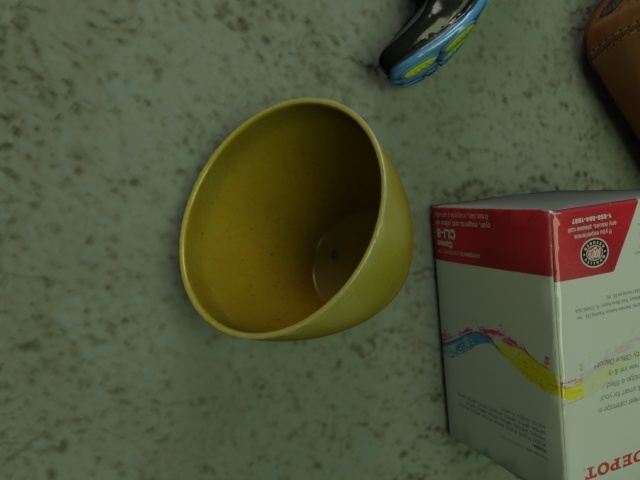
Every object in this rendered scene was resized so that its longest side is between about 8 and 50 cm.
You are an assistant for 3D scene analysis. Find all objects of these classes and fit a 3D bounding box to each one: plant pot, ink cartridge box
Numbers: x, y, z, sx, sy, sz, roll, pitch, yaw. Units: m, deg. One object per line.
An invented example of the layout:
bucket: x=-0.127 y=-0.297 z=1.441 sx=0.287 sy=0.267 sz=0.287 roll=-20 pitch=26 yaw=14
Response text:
plant pot: x=0.000 y=0.000 z=0.384 sx=0.095 sy=0.134 sz=0.134 roll=30 pitch=80 yaw=-51
ink cartridge box: x=0.166 y=0.058 z=0.448 sx=0.128 sy=0.127 sz=0.176 roll=-8 pitch=96 yaw=-23

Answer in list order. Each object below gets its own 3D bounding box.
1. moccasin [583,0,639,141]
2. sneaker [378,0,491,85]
moccasin: x=0.366 y=-0.061 z=0.519 sx=0.139 sy=0.147 sz=0.380 roll=-42 pitch=108 yaw=-16
sneaker: x=0.083 y=-0.186 z=0.440 sx=0.078 sy=0.067 sz=0.188 roll=26 pitch=84 yaw=-2
